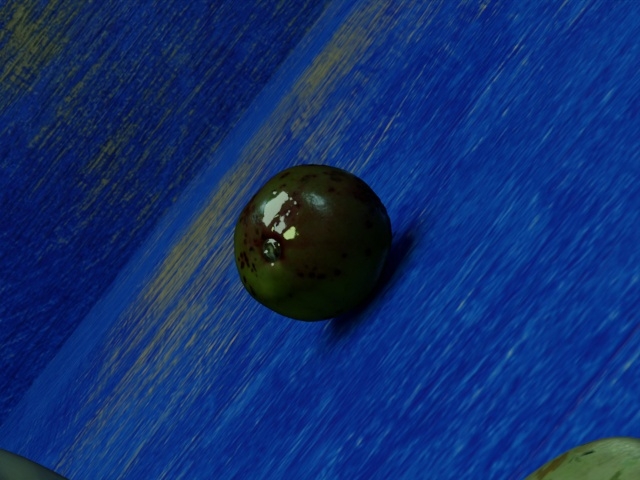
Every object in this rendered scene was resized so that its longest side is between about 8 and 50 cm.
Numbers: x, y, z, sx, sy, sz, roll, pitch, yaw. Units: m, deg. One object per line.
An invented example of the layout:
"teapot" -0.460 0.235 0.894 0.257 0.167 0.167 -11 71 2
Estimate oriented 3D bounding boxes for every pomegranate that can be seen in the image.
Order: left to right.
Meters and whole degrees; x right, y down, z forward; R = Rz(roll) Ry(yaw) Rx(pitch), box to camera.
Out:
"pomegranate" -0.005 -0.002 1.038 0.130 0.130 0.130 -50 13 15

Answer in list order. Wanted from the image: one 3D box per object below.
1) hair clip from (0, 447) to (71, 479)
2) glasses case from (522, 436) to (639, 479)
"hair clip" -0.310 0.263 1.360 0.113 0.172 0.282 -61 22 -2
"glasses case" -0.009 0.239 0.418 0.425 0.098 0.156 -51 15 9
